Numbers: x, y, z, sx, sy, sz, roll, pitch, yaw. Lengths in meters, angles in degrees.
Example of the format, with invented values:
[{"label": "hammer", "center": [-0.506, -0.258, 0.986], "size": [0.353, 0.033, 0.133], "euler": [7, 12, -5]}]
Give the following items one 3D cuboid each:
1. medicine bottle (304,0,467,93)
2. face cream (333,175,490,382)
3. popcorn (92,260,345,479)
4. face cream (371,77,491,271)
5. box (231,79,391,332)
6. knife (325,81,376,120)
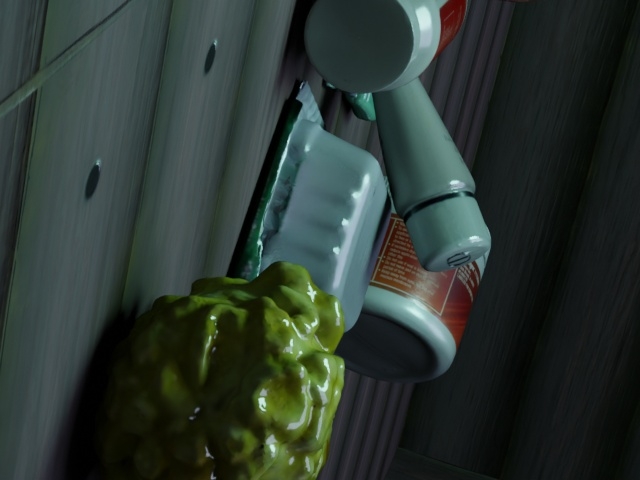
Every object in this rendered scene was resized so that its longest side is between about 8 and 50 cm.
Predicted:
[{"label": "medicine bottle", "center": [0.064, -0.221, 1.848], "size": [0.250, 0.131, 0.131], "euler": [-49, 155, -68]}, {"label": "face cream", "center": [0.091, 0.051, 2.318], "size": [0.201, 0.201, 0.187], "euler": [92, 17, -60]}, {"label": "popcorn", "center": [-0.077, 0.130, 1.481], "size": [0.217, 0.181, 0.235], "euler": [86, 27, -72]}, {"label": "face cream", "center": [0.099, -0.121, 2.031], "size": [0.143, 0.089, 0.314], "euler": [71, 2, -72]}, {"label": "box", "center": [0.000, 0.000, 1.966], "size": [0.336, 0.106, 0.264], "euler": [56, 52, -78]}, {"label": "knife", "center": [0.039, -0.182, 2.118], "size": [0.260, 0.034, 0.063], "euler": [27, 76, -78]}]
